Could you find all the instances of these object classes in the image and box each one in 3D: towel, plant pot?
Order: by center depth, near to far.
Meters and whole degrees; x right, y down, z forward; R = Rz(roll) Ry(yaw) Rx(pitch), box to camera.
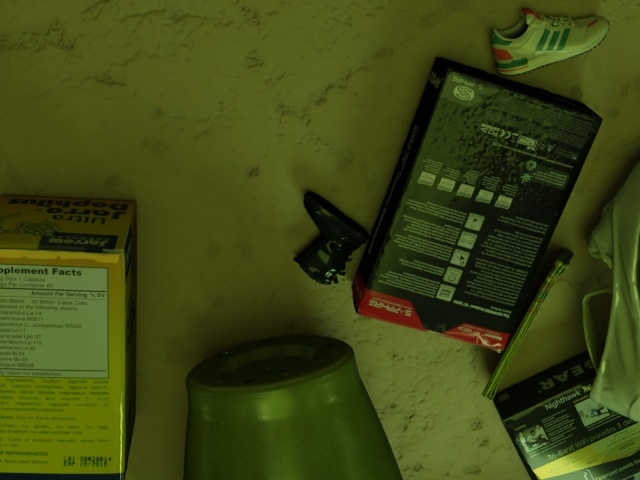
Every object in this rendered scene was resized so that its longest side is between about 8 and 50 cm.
[{"bbox_3d":[-0.043,0.332,1.481,0.367,0.366,0.352,-9,100,-1],"label":"plant pot"},{"bbox_3d":[0.307,0.122,1.539,0.021,0.102,0.237,30,108,14],"label":"towel"}]

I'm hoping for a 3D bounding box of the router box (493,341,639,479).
[{"bbox_3d":[0.456,0.286,1.622,0.309,0.081,0.243,-26,111,6],"label":"router box"}]

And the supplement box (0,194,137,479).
[{"bbox_3d":[-0.356,0.137,1.438,0.194,0.195,0.356,3,112,-6],"label":"supplement box"}]

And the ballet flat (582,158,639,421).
[{"bbox_3d":[0.436,0.055,1.491,0.139,0.139,0.400,3,89,-6],"label":"ballet flat"}]

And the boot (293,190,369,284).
[{"bbox_3d":[0.000,0.000,1.496,0.121,0.045,0.099,37,109,-16],"label":"boot"}]

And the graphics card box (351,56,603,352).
[{"bbox_3d":[0.210,-0.046,1.467,0.233,0.094,0.370,15,110,-10],"label":"graphics card box"}]

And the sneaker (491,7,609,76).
[{"bbox_3d":[0.305,-0.280,1.401,0.161,0.057,0.075,-20,117,6],"label":"sneaker"}]
